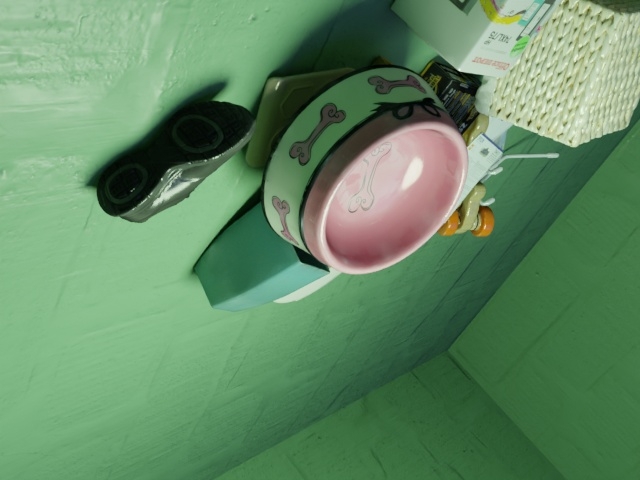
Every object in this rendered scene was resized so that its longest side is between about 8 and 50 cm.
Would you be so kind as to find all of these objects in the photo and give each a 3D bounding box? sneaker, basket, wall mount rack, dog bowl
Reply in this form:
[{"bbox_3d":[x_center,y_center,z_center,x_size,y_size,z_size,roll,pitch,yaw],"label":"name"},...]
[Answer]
[{"bbox_3d":[-0.232,-0.129,1.288,0.286,0.109,0.130,-32,163,-1],"label":"sneaker"},{"bbox_3d":[0.576,-0.415,1.755,0.328,0.266,0.332,-21,135,-43],"label":"basket"},{"bbox_3d":[0.580,-0.260,2.311,0.304,0.130,0.350,-38,158,-11],"label":"wall mount rack"},{"bbox_3d":[0.101,-0.110,1.442,0.407,0.150,0.408,-24,139,-22],"label":"dog bowl"}]

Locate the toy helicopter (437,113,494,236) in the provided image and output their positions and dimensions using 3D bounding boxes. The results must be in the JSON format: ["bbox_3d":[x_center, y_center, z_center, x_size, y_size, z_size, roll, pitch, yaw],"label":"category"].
[{"bbox_3d":[0.375,-0.192,2.059,0.140,0.235,0.355,1,115,-21],"label":"toy helicopter"}]

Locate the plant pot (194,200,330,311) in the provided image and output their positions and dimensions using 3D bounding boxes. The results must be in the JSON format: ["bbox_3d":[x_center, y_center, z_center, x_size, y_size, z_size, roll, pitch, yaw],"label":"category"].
[{"bbox_3d":[-0.137,0.050,1.660,0.234,0.166,0.165,-33,160,14],"label":"plant pot"}]

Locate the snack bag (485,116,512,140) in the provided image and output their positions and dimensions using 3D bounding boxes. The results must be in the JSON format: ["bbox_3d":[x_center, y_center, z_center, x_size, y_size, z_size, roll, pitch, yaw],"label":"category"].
[{"bbox_3d":[0.550,-0.431,2.033,0.323,0.037,0.343,-37,151,-14],"label":"snack bag"}]

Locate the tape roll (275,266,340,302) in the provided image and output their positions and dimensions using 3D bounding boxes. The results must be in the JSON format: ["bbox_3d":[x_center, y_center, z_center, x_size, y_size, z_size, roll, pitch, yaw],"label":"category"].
[{"bbox_3d":[0.000,0.000,1.914,0.392,0.072,0.392,-35,156,-18],"label":"tape roll"}]

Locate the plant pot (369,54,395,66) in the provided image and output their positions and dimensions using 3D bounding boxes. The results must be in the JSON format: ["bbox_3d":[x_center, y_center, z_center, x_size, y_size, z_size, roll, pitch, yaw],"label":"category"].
[{"bbox_3d":[0.124,-0.308,1.558,0.083,0.082,0.081,-37,160,21],"label":"plant pot"}]

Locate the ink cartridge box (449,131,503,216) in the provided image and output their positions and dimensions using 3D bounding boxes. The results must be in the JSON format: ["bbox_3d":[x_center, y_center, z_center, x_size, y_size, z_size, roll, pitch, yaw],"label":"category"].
[{"bbox_3d":[0.303,-0.147,1.740,0.224,0.045,0.223,-51,157,12],"label":"ink cartridge box"}]

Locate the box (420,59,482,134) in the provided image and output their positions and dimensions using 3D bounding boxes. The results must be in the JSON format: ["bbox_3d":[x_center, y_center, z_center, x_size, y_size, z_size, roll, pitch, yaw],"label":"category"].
[{"bbox_3d":[0.243,-0.258,1.837,0.322,0.079,0.257,-52,157,24],"label":"box"}]

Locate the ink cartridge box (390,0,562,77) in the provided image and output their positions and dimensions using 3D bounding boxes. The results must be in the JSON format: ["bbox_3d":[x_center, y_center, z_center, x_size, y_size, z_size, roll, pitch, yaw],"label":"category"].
[{"bbox_3d":[0.309,-0.467,1.408,0.198,0.197,0.270,-10,142,-52],"label":"ink cartridge box"}]

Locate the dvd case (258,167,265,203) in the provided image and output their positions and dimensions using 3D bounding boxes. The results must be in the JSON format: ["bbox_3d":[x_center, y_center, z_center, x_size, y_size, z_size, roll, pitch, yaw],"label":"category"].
[{"bbox_3d":[-0.052,-0.155,1.619,0.164,0.018,0.221,-29,154,-30],"label":"dvd case"}]

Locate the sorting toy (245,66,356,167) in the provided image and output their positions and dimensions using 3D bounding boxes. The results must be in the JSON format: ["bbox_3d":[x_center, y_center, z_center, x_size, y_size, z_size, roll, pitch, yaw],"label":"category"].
[{"bbox_3d":[-0.038,-0.236,1.458,0.208,0.038,0.193,-15,139,-38],"label":"sorting toy"}]
